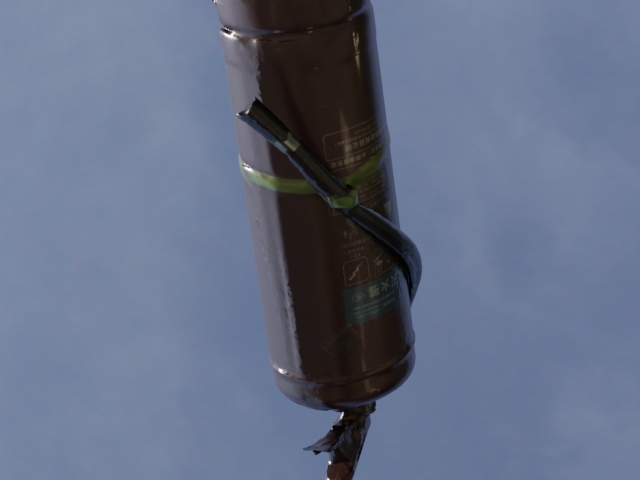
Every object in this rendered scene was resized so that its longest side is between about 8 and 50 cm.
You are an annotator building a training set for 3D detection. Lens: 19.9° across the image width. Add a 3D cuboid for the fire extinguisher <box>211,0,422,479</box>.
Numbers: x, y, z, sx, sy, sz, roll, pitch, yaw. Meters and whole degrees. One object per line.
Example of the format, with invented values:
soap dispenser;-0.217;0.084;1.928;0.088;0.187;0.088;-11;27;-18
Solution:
fire extinguisher;0.000;0.000;1.122;0.141;0.105;0.341;-40;-51;-51
